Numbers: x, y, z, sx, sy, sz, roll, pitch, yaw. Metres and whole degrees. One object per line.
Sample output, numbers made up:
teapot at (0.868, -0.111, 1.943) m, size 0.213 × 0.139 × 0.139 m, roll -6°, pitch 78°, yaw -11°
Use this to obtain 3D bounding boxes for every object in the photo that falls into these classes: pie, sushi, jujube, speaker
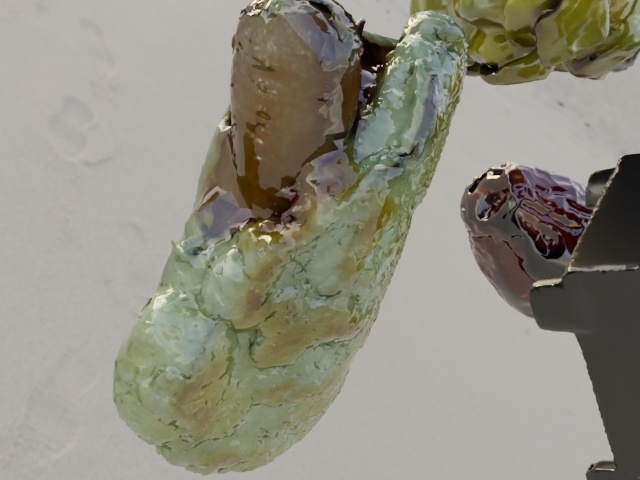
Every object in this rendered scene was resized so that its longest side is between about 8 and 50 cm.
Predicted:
pie at (0.003, 0.002, 0.478) m, size 0.105 × 0.274 × 0.257 m, roll 28°, pitch 14°, yaw 20°
sushi at (0.234, -0.279, 0.770) m, size 0.328 × 0.328 × 0.285 m, roll -9°, pitch 78°, yaw -23°
jujube at (0.245, 0.000, 0.991) m, size 0.236 × 0.168 × 0.168 m, roll 34°, pitch 15°, yaw -41°
speaker at (0.308, 0.062, 0.611) m, size 0.184 × 0.254 × 0.232 m, roll -48°, pitch 124°, yaw -46°
